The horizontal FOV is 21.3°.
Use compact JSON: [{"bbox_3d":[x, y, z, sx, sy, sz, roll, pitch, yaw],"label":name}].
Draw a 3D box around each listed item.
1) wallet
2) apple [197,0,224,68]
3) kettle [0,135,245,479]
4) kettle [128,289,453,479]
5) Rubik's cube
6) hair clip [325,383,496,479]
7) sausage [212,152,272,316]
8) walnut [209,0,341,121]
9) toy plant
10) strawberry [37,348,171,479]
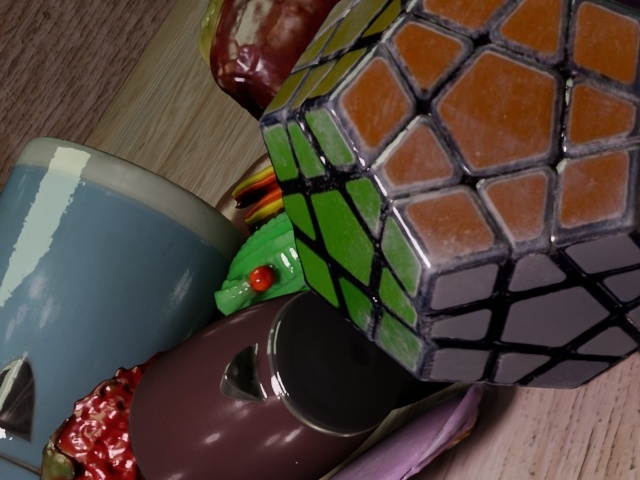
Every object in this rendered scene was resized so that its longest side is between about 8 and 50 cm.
[{"bbox_3d":[0.031,-0.072,1.682,0.141,0.067,0.241,-18,-6,-36],"label":"wallet"},{"bbox_3d":[-0.061,-0.270,2.221,0.200,0.200,0.200,-46,17,18],"label":"apple"},{"bbox_3d":[-0.249,0.112,1.727,0.319,0.247,0.342,72,-140,-74],"label":"kettle"},{"bbox_3d":[-0.011,0.115,1.228,0.232,0.202,0.144,-33,58,58],"label":"kettle"},{"bbox_3d":[0.121,-0.059,1.090,0.264,0.319,0.319,1,49,35],"label":"Rubik's cube"},{"bbox_3d":[-0.012,0.218,1.215,0.359,0.110,0.095,-46,56,4],"label":"hair clip"},{"bbox_3d":[-0.152,0.064,1.911,0.433,0.088,0.088,-49,16,5],"label":"sausage"},{"bbox_3d":[0.010,-0.231,1.939,0.222,0.243,0.269,80,-152,-58],"label":"walnut"},{"bbox_3d":[0.001,0.000,1.623,0.240,0.088,0.154,-35,-3,23],"label":"toy plant"},{"bbox_3d":[-0.147,0.193,1.583,0.236,0.111,0.190,-34,-27,-32],"label":"strawberry"}]
